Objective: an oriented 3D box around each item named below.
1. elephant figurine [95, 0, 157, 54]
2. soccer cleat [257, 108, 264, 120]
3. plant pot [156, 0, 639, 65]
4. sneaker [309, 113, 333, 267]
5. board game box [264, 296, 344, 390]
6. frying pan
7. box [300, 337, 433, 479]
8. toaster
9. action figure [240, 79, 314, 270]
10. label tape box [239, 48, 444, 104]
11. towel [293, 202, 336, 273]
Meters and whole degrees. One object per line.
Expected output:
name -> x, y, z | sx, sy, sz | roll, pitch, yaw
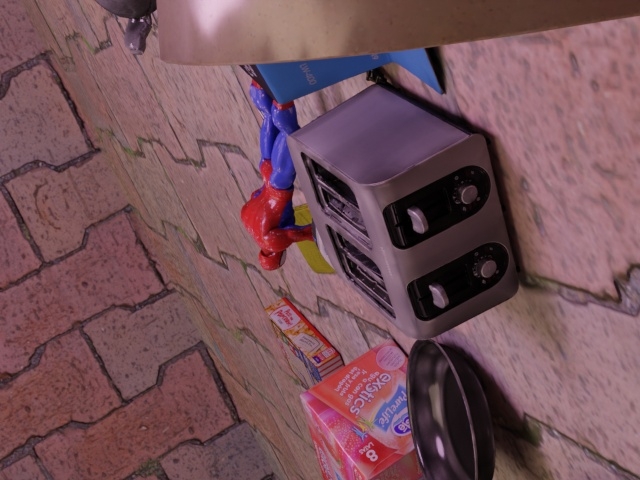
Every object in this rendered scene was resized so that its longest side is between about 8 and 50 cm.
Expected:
elephant figurine -> -0.188, -0.343, 1.072 | 0.186, 0.169, 0.239 | 34, 156, -19
soccer cleat -> -0.052, -0.138, 1.228 | 0.083, 0.029, 0.035 | 65, 170, -1
plant pot -> 0.039, -0.224, 0.397 | 0.256, 0.256, 0.274 | -154, 52, -65
sneaker -> 0.035, -0.024, 1.054 | 0.081, 0.080, 0.211 | 47, 162, 50
board game box -> -0.014, 0.200, 1.720 | 0.193, 0.045, 0.147 | 42, 157, 50
frying pan -> 0.154, 0.248, 1.078 | 0.197, 0.053, 0.326 | 99, 157, -50
box -> 0.089, 0.290, 1.358 | 0.154, 0.142, 0.300 | 48, 162, 35
toaster -> 0.066, -0.033, 0.876 | 0.185, 0.110, 0.168 | 41, 155, 52
action figure -> -0.012, -0.088, 1.106 | 0.091, 0.139, 0.280 | 50, 141, 43
label tape box -> -0.067, -0.242, 0.840 | 0.334, 0.106, 0.241 | 48, 174, 42
towel -> 0.000, 0.000, 1.335 | 0.102, 0.021, 0.237 | 62, 166, -5
